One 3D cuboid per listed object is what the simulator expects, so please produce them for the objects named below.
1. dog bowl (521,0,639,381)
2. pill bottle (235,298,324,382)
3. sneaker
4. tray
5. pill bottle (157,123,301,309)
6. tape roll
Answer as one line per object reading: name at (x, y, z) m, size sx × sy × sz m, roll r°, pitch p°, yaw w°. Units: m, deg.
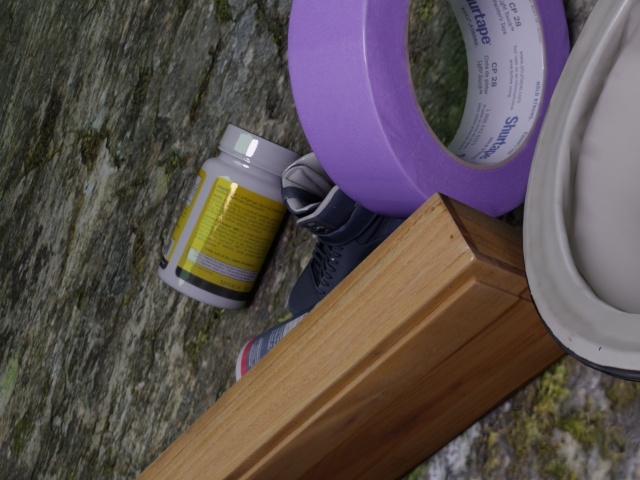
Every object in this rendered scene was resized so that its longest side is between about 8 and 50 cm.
dog bowl at (0.290, -0.091, 0.455) m, size 0.408 × 0.150 × 0.408 m, roll -157°, pitch 90°, yaw -79°
pill bottle at (0.009, 0.117, 0.822) m, size 0.180 × 0.108 × 0.108 m, roll -31°, pitch 54°, yaw 36°
sneaker at (0.000, -0.002, 0.838) m, size 0.226 × 0.163 × 0.086 m, roll -46°, pitch 48°, yaw 28°
tray at (0.035, 0.145, 0.708) m, size 0.411 × 0.203 × 0.076 m, roll -45°, pitch 47°, yaw 27°
pill bottle at (-0.109, -0.030, 1.000) m, size 0.119 × 0.119 × 0.208 m, roll 31°, pitch 99°, yaw 49°
tape roll at (0.104, -0.154, 0.694) m, size 0.090 × 0.275 × 0.274 m, roll 2°, pitch 76°, yaw 48°
